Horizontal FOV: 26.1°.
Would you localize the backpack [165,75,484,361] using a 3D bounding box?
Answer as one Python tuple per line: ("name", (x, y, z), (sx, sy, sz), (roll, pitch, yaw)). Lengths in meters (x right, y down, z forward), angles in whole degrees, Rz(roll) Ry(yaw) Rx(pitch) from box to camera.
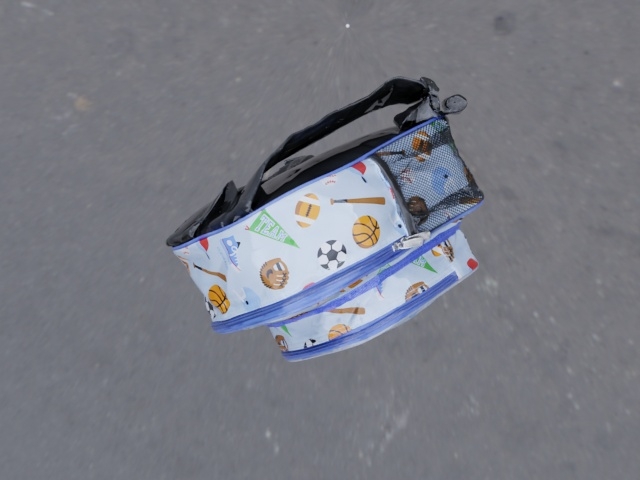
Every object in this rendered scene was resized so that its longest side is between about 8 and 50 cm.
("backpack", (0.000, 0.000, 1.327), (0.263, 0.276, 0.213), (-21, 84, -37))
